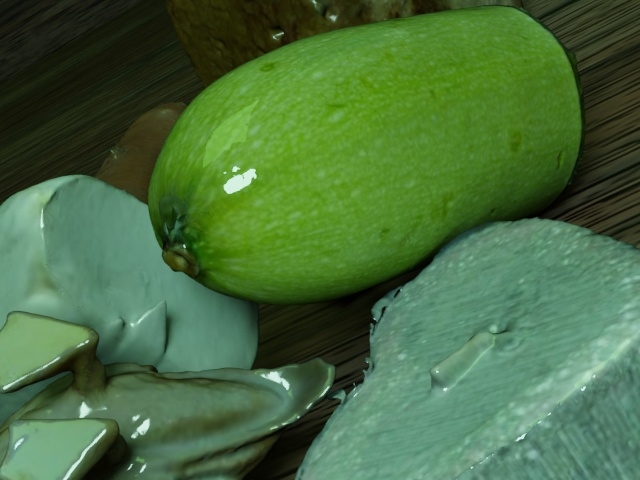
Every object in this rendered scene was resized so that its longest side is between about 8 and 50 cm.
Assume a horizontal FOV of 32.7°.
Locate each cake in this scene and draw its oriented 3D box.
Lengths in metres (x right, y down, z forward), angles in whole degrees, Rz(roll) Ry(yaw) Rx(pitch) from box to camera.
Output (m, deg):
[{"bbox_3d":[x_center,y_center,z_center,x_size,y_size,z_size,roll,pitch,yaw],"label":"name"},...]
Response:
[{"bbox_3d":[0.046,-0.202,0.892,0.293,0.196,0.198,-40,24,-31],"label":"cake"}]

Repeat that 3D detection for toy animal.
[{"bbox_3d":[-0.081,0.106,0.500,0.188,0.179,0.089,-14,55,-6],"label":"toy animal"}]

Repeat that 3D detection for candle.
[{"bbox_3d":[0.083,0.058,0.435,0.168,0.068,0.192,-20,25,39],"label":"candle"}]

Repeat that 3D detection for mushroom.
[{"bbox_3d":[-0.174,0.068,0.619,0.328,0.159,0.122,-26,25,41],"label":"mushroom"}]

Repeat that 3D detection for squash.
[{"bbox_3d":[0.017,-0.044,0.547,0.132,0.133,0.247,-9,8,45],"label":"squash"}]

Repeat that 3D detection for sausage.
[{"bbox_3d":[-0.166,-0.048,0.992,0.087,0.079,0.327,-37,18,17],"label":"sausage"}]
